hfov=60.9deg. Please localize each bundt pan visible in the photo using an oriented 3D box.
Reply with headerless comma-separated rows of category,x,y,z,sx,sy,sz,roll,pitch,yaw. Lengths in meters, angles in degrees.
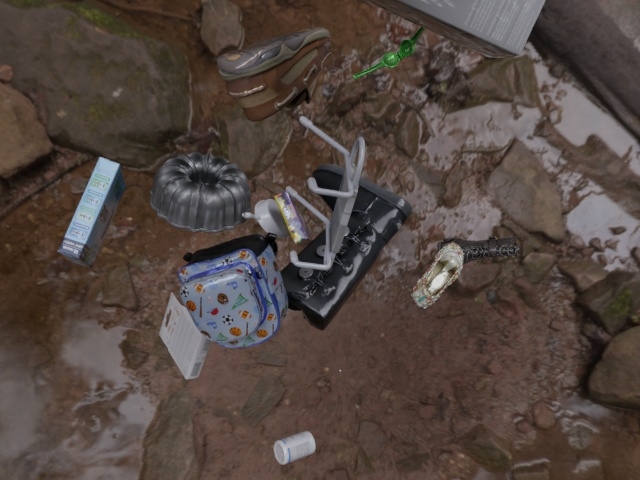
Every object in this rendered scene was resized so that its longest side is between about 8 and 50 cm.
bundt pan,-0.373,-0.172,1.737,0.331,0.124,0.330,11,38,-9

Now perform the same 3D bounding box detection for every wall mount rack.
wall mount rack,-0.003,-0.111,1.245,0.131,0.350,0.304,9,38,-9

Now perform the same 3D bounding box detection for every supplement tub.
supplement tub,-0.077,0.608,1.599,0.107,0.071,0.070,-4,73,-35

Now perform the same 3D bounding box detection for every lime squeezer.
lime squeezer,0.254,-0.623,1.826,0.310,0.110,0.058,-31,97,26

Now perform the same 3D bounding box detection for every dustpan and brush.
dustpan and brush,-0.187,-0.077,1.781,0.060,0.211,0.147,-26,76,14

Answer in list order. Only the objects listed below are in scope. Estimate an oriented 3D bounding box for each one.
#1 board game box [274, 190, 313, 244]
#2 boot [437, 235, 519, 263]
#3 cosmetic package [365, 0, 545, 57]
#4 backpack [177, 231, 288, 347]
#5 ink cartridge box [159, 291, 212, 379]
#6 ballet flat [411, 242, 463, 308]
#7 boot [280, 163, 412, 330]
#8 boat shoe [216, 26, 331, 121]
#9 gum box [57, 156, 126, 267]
board game box,-0.083,-0.067,1.766,0.048,0.141,0.170,-25,83,4
boot,0.481,0.032,1.648,0.229,0.263,0.091,-3,107,23
cosmetic package,0.156,-0.330,0.708,0.238,0.127,0.107,18,107,-7
backpack,-0.210,0.143,1.390,0.277,0.213,0.263,-14,116,23
ink cartridge box,-0.430,0.299,1.734,0.225,0.056,0.180,43,120,41
ballet flat,0.339,0.090,1.494,0.091,0.077,0.241,39,62,1
boot,0.001,0.001,1.599,0.367,0.146,0.445,26,68,33
boat shoe,-0.063,-0.283,0.924,0.123,0.324,0.116,-2,116,28
gum box,-0.425,-0.047,1.027,0.041,0.157,0.184,20,76,-12
